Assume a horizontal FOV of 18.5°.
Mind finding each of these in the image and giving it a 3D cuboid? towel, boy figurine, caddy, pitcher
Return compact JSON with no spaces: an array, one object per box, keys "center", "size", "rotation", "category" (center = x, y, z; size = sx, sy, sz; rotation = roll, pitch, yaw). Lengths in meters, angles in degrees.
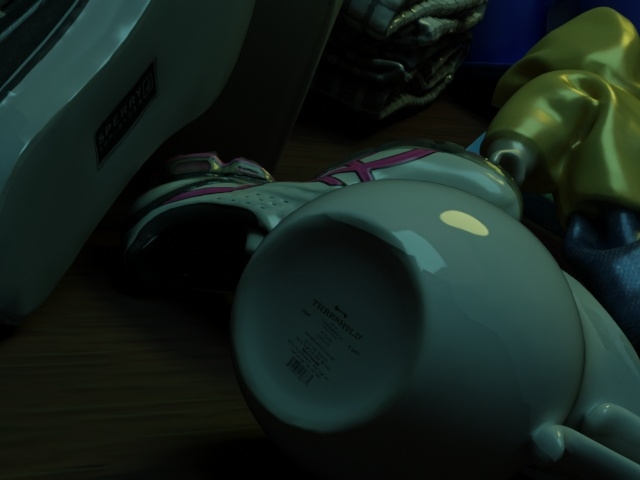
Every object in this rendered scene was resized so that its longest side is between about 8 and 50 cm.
[{"center":[-0.013,-0.182,1.436],"size":[0.235,0.121,0.283],"rotation":[29,18,10],"category":"towel"},{"center":[0.145,-0.020,0.989],"size":[0.177,0.092,0.285],"rotation":[21,35,-29],"category":"boy figurine"},{"center":[0.245,-0.178,1.657],"size":[0.241,0.179,0.341],"rotation":[3,6,30],"category":"caddy"},{"center":[0.071,0.058,0.783],"size":[0.177,0.125,0.207],"rotation":[35,9,30],"category":"pitcher"}]

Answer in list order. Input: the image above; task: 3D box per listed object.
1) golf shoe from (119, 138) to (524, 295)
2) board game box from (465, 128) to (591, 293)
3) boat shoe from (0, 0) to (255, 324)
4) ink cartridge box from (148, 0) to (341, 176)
[{"center":[0.000,0.000,0.903],"size":[0.186,0.067,0.086],"rotation":[-4,26,11],"category":"golf shoe"},{"center":[0.227,0.027,1.165],"size":[0.316,0.064,0.242],"rotation":[24,16,8],"category":"board game box"},{"center":[-0.118,-0.079,0.878],"size":[0.105,0.113,0.306],"rotation":[15,47,16],"category":"boat shoe"},{"center":[-0.099,-0.240,1.182],"size":[0.279,0.160,0.385],"rotation":[20,41,-2],"category":"ink cartridge box"}]
